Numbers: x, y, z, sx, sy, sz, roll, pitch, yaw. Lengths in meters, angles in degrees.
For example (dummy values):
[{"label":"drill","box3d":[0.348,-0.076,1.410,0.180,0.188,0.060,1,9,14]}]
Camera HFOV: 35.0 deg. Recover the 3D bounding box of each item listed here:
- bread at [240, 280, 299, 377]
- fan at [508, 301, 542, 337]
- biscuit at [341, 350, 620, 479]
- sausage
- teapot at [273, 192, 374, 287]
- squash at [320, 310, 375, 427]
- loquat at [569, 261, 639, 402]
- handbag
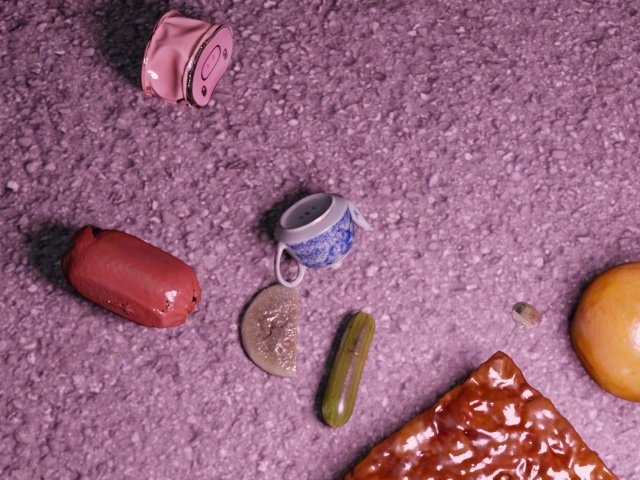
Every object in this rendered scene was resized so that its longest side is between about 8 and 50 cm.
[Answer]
[{"label":"bread","box3d":[-0.099,0.168,1.963,0.112,0.036,0.193,2,68,-1]},{"label":"fan","box3d":[0.397,0.153,2.010,0.080,0.003,0.060,-19,70,-10]},{"label":"biscuit","box3d":[0.281,0.439,1.790,0.395,0.166,0.342,-35,69,-12]},{"label":"sausage","box3d":[-0.363,0.068,1.929,0.280,0.152,0.152,27,69,7]},{"label":"teapot","box3d":[0.000,0.000,1.988,0.232,0.159,0.159,-38,75,-18]},{"label":"squash","box3d":[0.052,0.245,1.926,0.066,0.066,0.228,17,68,4]},{"label":"loquat","box3d":[0.599,0.170,1.882,0.263,0.263,0.263,1,68,-2]},{"label":"handbag","box3d":[-0.275,-0.372,2.098,0.116,0.179,0.205,19,67,13]}]
